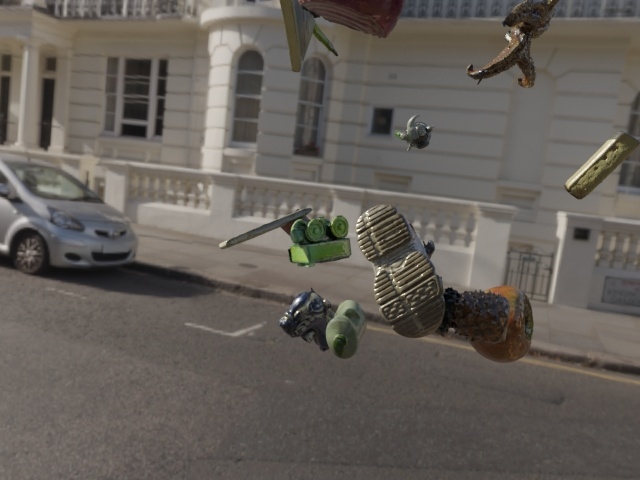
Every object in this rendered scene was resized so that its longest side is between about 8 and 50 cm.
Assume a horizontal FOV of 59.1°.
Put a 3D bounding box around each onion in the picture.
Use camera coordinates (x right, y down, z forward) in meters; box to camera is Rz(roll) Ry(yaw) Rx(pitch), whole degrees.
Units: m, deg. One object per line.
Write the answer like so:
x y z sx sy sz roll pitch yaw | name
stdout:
0.073 -0.572 1.189 0.250 0.248 0.111 18 28 -1 | onion

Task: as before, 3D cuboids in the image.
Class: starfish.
0.456 -0.464 1.272 0.113 0.303 0.312 36 -8 24 | starfish

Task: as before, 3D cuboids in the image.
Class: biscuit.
0.676 -0.183 1.365 0.056 0.188 0.052 40 25 0 | biscuit

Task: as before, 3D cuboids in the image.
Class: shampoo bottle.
0.070 0.252 1.565 0.087 0.118 0.234 -12 7 14 | shampoo bottle

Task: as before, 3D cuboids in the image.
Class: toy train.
0.000 0.000 2.267 0.271 0.188 0.159 -8 4 -35 | toy train

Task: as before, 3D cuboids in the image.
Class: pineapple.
0.357 0.186 1.550 0.309 0.170 0.141 9 20 17 | pineapple

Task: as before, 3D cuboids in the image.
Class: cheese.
-0.201 -0.048 2.141 0.400 0.034 0.085 -25 2 -34 | cheese

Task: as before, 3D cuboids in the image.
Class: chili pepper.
-0.004 -0.788 2.151 0.049 0.043 0.208 -10 -45 44 | chili pepper

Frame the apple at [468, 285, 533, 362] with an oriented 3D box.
0.703 0.331 2.239 0.250 0.309 0.277 0 8 34 | apple

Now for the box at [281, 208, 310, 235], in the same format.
-0.088 -0.051 2.505 0.156 0.111 0.060 46 23 -2 | box

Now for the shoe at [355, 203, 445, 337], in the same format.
0.228 0.078 1.482 0.171 0.351 0.198 -21 -12 17 | shoe

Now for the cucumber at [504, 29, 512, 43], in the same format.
0.688 -0.695 1.995 0.033 0.034 0.135 13 44 -36 | cucumber

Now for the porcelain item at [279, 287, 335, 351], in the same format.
-0.019 0.307 2.052 0.138 0.186 0.288 29 -16 46 | porcelain item

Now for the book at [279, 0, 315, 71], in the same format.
-0.065 -0.737 1.794 0.043 0.260 0.371 -1 43 10 | book

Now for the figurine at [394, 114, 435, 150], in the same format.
0.381 -0.415 2.206 0.147 0.126 0.192 -35 -5 12 | figurine
